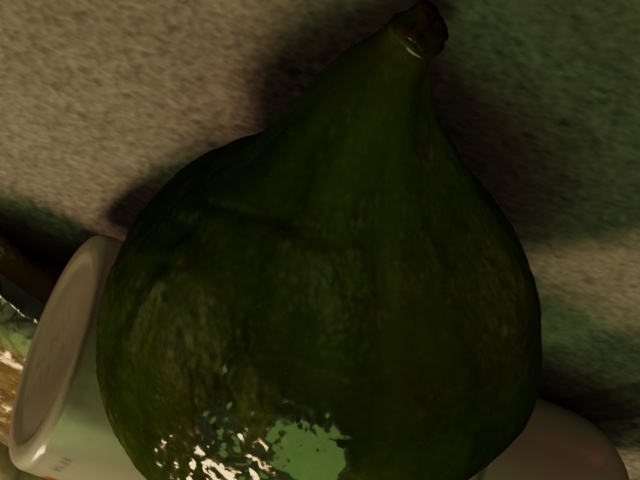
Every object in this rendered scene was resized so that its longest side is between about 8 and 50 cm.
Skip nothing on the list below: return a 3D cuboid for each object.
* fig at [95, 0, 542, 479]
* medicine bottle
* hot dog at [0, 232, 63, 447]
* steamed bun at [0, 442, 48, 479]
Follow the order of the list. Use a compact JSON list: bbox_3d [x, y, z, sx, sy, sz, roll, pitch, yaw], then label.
[{"bbox_3d":[0.000,0.000,0.760,0.203,0.203,0.235,9,120,15],"label":"fig"},{"bbox_3d":[0.013,0.113,0.958,0.341,0.130,0.130,22,154,-18],"label":"medicine bottle"},{"bbox_3d":[-0.176,0.060,1.040,0.270,0.082,0.162,35,140,-19],"label":"hot dog"},{"bbox_3d":[-0.212,0.152,1.212,0.183,0.106,0.183,17,156,8],"label":"steamed bun"}]
